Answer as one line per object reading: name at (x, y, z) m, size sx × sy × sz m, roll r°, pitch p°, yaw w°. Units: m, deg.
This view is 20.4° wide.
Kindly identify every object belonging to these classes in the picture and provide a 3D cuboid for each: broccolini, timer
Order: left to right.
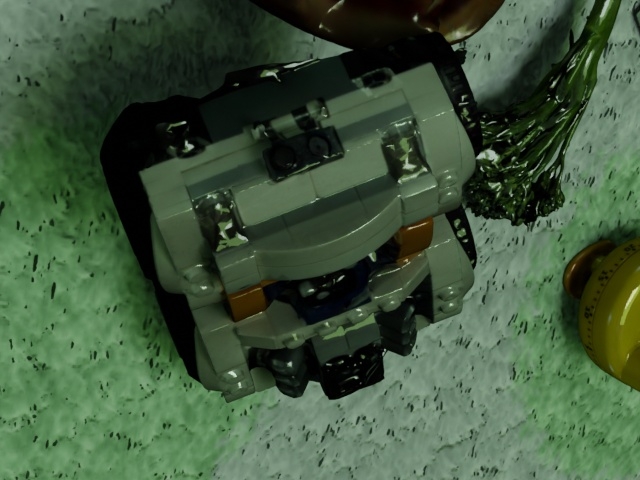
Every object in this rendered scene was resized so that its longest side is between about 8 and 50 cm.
broccolini at (0.132, -0.132, 1.086) m, size 0.123 × 0.062 × 0.271 m, roll -9°, pitch 122°, yaw -47°
timer at (0.229, 0.053, 1.200) m, size 0.107 × 0.109 × 0.107 m, roll -14°, pitch 117°, yaw -29°

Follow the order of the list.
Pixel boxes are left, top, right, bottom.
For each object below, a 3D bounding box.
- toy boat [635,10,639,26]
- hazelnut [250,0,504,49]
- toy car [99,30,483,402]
toy boat at (0.283, -0.166, 1.188) m, size 0.149 × 0.034 × 0.105 m, roll -46°, pitch 126°, yaw -9°
hazelnut at (0.025, -0.190, 0.928) m, size 0.202 × 0.160 × 0.170 m, roll -2°, pitch 111°, yaw -26°
toy car at (0.001, 0.002, 0.957) m, size 0.193 × 0.118 × 0.301 m, roll -21°, pitch 153°, yaw -6°
